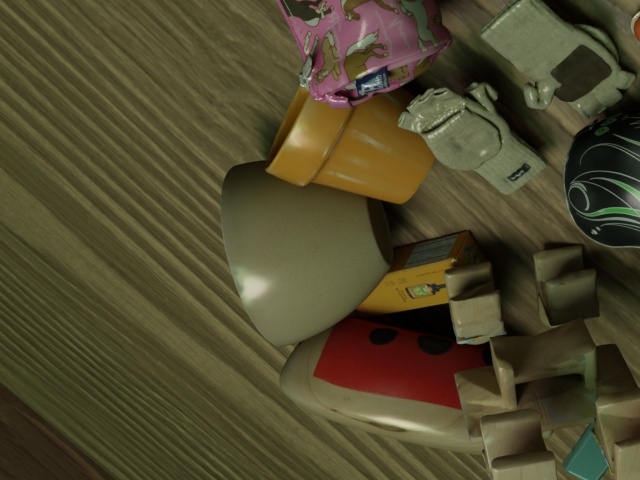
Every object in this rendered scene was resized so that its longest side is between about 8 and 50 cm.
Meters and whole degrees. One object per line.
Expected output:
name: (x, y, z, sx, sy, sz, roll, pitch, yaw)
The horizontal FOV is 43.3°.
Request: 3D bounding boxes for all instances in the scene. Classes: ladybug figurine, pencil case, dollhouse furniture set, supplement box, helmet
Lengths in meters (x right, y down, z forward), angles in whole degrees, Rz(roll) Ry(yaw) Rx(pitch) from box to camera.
ladybug figurine: (0.152, 0.225, 1.302, 0.449, 0.305, 0.162, 10, 89, 20)
pencil case: (-0.003, -0.342, 0.886, 0.160, 0.167, 0.386, -20, 97, 48)
dollhouse furniture set: (0.384, 0.208, 1.051, 0.393, 0.362, 0.257, -12, 123, 6)
supplement box: (0.146, 0.057, 1.270, 0.233, 0.080, 0.078, -14, 120, 43)
helmet: (0.382, -0.069, 0.929, 0.161, 0.169, 0.169, 9, 134, 50)

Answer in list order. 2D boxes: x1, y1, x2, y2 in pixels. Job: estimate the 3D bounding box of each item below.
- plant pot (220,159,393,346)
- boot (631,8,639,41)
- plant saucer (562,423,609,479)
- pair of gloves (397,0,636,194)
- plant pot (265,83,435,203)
plant pot: (0.000, 0.000, 1.202, 0.190, 0.284, 0.284, -14, 121, 15)
boot: (0.402, -0.199, 0.856, 0.157, 0.085, 0.059, 27, 140, 14)
plant saucer: (0.469, 0.352, 1.361, 0.067, 0.018, 0.192, 24, 136, 14)
pair of gloves: (0.234, -0.172, 0.966, 0.204, 0.042, 0.240, 22, 131, -25)
plant pot: (0.054, -0.145, 1.076, 0.187, 0.205, 0.205, 25, 140, -10)
